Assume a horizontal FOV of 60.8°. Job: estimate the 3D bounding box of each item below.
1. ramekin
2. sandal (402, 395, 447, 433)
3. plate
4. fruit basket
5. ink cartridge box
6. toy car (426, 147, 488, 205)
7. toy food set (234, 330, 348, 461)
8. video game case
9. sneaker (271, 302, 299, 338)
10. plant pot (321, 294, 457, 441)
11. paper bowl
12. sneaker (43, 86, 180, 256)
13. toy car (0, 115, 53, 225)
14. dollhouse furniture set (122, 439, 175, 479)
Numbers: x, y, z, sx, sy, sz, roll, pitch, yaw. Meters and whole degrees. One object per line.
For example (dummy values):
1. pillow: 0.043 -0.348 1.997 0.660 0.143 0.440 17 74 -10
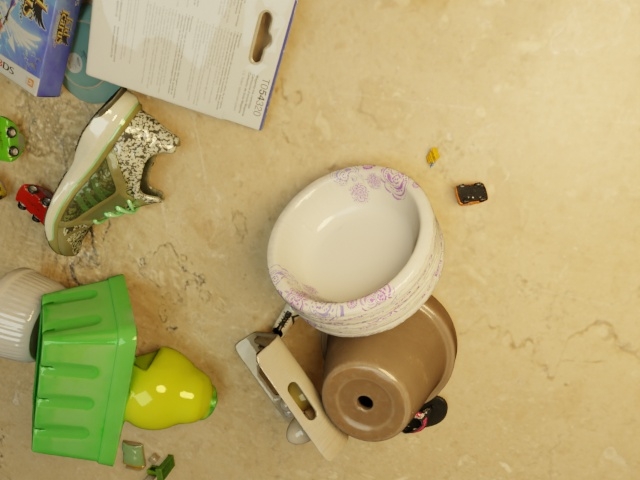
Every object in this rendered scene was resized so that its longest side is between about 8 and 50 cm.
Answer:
1. ramekin: -0.652 0.174 1.223 0.108 0.207 0.207 18 113 3
2. sandal: 0.175 0.362 1.095 0.179 0.040 0.067 -28 97 24
3. plate: -0.461 -0.365 1.075 0.188 0.024 0.188 6 109 16
4. fruit basket: -0.420 0.291 1.193 0.391 0.283 0.392 -13 123 -20
5. ink cartridge box: -0.212 -0.389 0.925 0.329 0.071 0.324 17 120 -8
6. toy car: 0.232 -0.108 0.935 0.122 0.060 0.040 61 160 11
7. toy food set: -0.077 0.291 1.044 0.092 0.306 0.220 -36 94 -18
8. video game case: -0.582 -0.454 1.051 0.244 0.061 0.270 32 115 13
9. sneaker: -0.069 0.162 1.109 0.040 0.044 0.109 29 112 10
10. plant pot: 0.101 0.227 0.974 0.262 0.229 0.263 6 110 18
11. paper bowl: 0.065 0.025 0.916 0.284 0.284 0.148 -11 145 21
12. sneaker: -0.414 -0.095 1.096 0.182 0.158 0.410 31 121 -13
13. toy car: -0.676 -0.161 1.199 0.238 0.053 0.225 11 110 14
14. dollhouse furniture set: -0.442 0.555 1.355 0.151 0.058 0.076 4 108 17
